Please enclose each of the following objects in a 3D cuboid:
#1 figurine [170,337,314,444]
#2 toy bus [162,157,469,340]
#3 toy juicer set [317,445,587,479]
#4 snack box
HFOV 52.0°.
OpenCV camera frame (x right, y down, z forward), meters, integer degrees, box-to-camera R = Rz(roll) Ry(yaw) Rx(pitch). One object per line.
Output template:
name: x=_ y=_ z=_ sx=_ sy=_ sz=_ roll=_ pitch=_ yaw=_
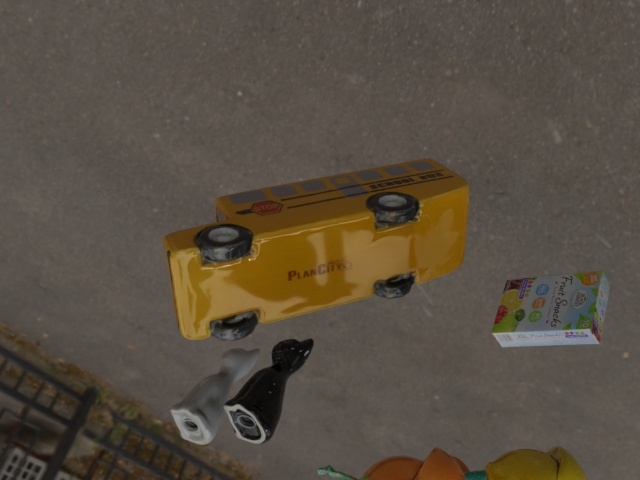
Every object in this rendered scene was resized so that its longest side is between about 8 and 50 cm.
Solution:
figurine: x=-0.132 y=0.252 z=1.152 sx=0.215 sy=0.209 sz=0.092 roll=-14 pitch=114 yaw=35
toy bus: x=0.000 y=0.000 z=0.702 sx=0.332 sy=0.130 sz=0.108 roll=-12 pitch=121 yaw=-19
toy juicer set: x=0.125 y=0.195 z=0.500 sx=0.329 sy=0.089 sz=0.209 roll=16 pitch=136 yaw=-31
snack box: x=0.316 y=0.095 z=0.905 sx=0.141 sy=0.100 sz=0.037 roll=-10 pitch=132 yaw=42
